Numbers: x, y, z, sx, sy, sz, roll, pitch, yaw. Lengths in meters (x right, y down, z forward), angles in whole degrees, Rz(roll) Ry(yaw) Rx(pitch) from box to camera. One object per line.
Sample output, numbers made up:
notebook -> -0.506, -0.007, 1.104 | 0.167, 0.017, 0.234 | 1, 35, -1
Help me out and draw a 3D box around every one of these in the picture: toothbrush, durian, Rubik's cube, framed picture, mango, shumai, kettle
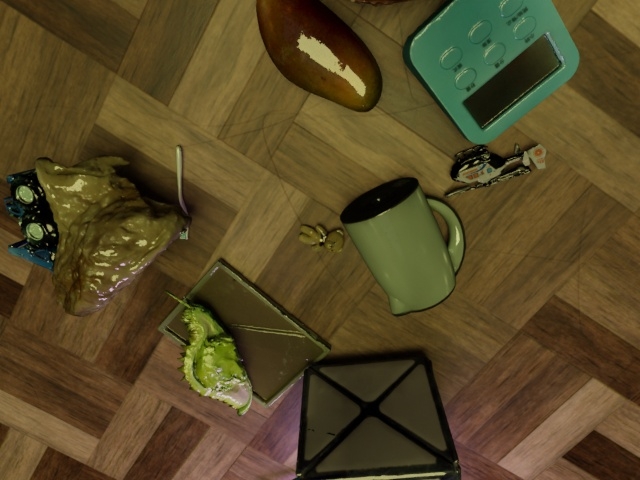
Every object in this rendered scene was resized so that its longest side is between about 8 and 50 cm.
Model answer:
toothbrush -> -0.288, -0.096, 0.943 | 0.022, 0.017, 0.203 | -3, 113, -16
durian -> -0.242, 0.269, 1.013 | 0.132, 0.106, 0.374 | -18, 114, 5
Rubik's cube -> 0.117, 0.463, 0.976 | 0.311, 0.305, 0.306 | -6, 118, 4
framed picture -> -0.178, 0.228, 1.057 | 0.335, 0.022, 0.247 | 40, 109, -12
mango -> -0.005, -0.324, 0.783 | 0.268, 0.111, 0.133 | 40, 93, -10
shumai -> -0.438, -0.022, 0.847 | 0.314, 0.267, 0.262 | -41, 103, 14
kettle -> 0.185, 0.003, 0.886 | 0.221, 0.161, 0.236 | -35, 108, -16

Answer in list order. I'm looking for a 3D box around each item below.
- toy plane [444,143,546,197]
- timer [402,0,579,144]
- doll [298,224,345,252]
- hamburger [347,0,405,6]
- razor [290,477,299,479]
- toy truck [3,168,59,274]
toy plane -> 0.329, -0.144, 0.866 | 0.197, 0.053, 0.078 | -17, 117, 11
timer -> 0.299, -0.315, 0.781 | 0.232, 0.091, 0.250 | -41, 107, 17
doll -> 0.003, -0.003, 0.954 | 0.093, 0.051, 0.061 | 23, 115, 26
hamburger -> 0.071, -0.459, 0.599 | 0.287, 0.445, 0.268 | 4, 122, 25
razor -> -0.107, 0.663, 1.214 | 0.191, 0.037, 0.068 | -26, 106, 13
toy truck -> -0.571, -0.041, 0.930 | 0.126, 0.113, 0.208 | -4, 108, 10
